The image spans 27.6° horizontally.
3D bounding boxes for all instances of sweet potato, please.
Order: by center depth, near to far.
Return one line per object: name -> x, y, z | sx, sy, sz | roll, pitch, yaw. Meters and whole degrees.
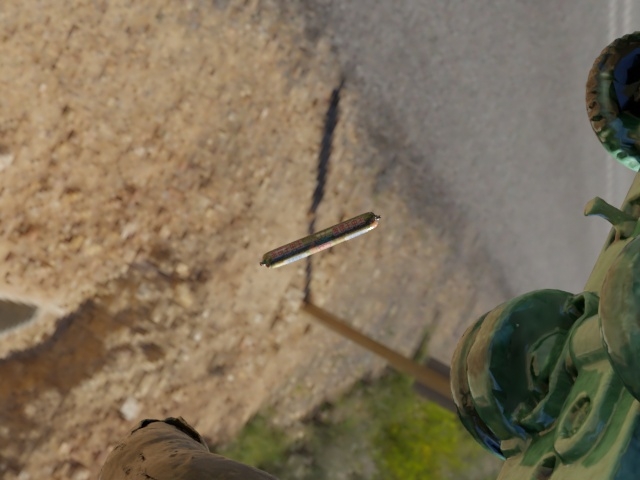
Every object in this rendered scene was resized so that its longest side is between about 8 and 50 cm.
sweet potato -> -0.078, 0.165, 0.804 | 0.286, 0.112, 0.085 | -176, -88, -69

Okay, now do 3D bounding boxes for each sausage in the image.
sausage -> 0.000, 0.000, 0.999 | 0.100, 0.015, 0.015 | -21, 163, -3

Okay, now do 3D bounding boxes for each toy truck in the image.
toy truck -> 0.167, 0.011, 0.504 | 0.279, 0.156, 0.155 | -60, -172, -22
